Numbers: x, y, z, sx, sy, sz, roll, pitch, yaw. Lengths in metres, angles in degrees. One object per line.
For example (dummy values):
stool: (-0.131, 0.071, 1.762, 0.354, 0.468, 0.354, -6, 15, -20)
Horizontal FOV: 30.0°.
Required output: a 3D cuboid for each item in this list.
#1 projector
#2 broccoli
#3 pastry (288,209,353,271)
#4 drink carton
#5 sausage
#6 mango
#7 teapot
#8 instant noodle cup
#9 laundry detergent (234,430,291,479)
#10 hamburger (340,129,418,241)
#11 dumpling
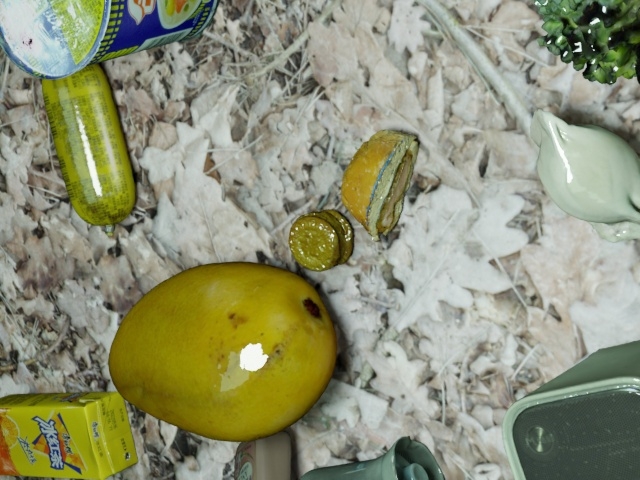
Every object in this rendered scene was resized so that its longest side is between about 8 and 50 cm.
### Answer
projector: (0.418, 0.275, 1.561, 0.248, 0.249, 0.249, -19, 89, 39)
broccoli: (0.398, -0.351, 1.442, 0.280, 0.348, 0.293, 10, 154, 4)
pastry: (0.000, 0.000, 1.920, 0.109, 0.057, 0.097, -20, 91, 39)
drink carton: (-0.535, 0.386, 2.385, 0.351, 0.111, 0.155, -7, 98, 38)
sausage: (-0.413, -0.176, 2.140, 0.123, 0.123, 0.347, -9, 97, 38)
mango: (-0.171, 0.180, 1.967, 0.445, 0.232, 0.300, -6, 63, 39)
teapot: (0.075, 0.426, 1.899, 0.225, 0.203, 0.171, -34, 117, 31)
instant noodle cup: (-0.326, -0.405, 1.894, 0.284, 0.312, 0.284, 9, 106, 34)
laundry detergent: (-0.103, 0.454, 2.033, 0.171, 0.076, 0.237, 132, 143, -56)
hamburger: (0.073, -0.093, 1.822, 0.102, 0.087, 0.176, 27, 119, 27)
dumpling: (0.357, -0.081, 1.604, 0.229, 0.124, 0.151, 51, 164, 6)
